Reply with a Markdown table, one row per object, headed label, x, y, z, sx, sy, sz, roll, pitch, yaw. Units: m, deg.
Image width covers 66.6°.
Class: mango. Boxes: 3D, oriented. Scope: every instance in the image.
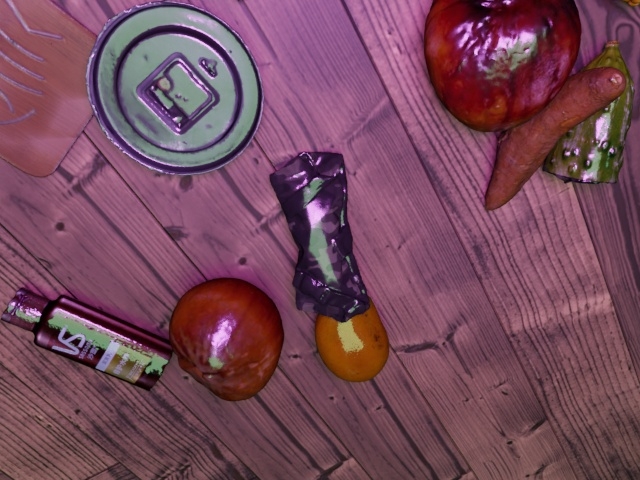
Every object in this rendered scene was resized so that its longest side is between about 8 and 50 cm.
| label | x | y | z | sx | sy | sz | roll | pitch | yaw |
| --- | --- | --- | --- | --- | --- | --- | --- | --- | --- |
| mango | 0.062 | 0.203 | 1.042 | 0.151 | 0.120 | 0.221 | -25 | 110 | -1 |

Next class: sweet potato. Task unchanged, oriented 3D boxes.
| label | x | y | z | sx | sy | sz | roll | pitch | yaw |
| --- | --- | --- | --- | --- | --- | --- | --- | --- | --- |
| sweet potato | 0.378 | -0.186 | 0.861 | 0.092 | 0.114 | 0.341 | 1 | 149 | -21 |

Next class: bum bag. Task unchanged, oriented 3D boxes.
| label | x | y | z | sx | sy | sz | roll | pitch | yaw |
| --- | --- | --- | --- | --- | --- | --- | --- | --- | --- |
| bum bag | 0.000 | 0.000 | 0.933 | 0.144 | 0.095 | 0.341 | -10 | 104 | 4 |

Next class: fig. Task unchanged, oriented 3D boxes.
| label | x | y | z | sx | sy | sz | roll | pitch | yaw |
| --- | --- | --- | --- | --- | --- | --- | --- | --- | --- |
| fig | 0.278 | -0.292 | 0.761 | 0.223 | 0.224 | 0.263 | -17 | 118 | 3 |

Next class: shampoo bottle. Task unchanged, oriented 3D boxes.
| label | x | y | z | sx | sy | sz | roll | pitch | yaw |
| --- | --- | --- | --- | --- | --- | --- | --- | --- | --- |
| shampoo bottle | -0.475 | 0.199 | 1.007 | 0.323 | 0.084 | 0.129 | 31 | 107 | -19 |

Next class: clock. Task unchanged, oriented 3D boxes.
| label | x | y | z | sx | sy | sz | roll | pitch | yaw |
| --- | --- | --- | --- | --- | --- | --- | --- | --- | --- |
| clock | -0.234 | -0.247 | 0.808 | 0.280 | 0.055 | 0.281 | -4 | 118 | -7 |

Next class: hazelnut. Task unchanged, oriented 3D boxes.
| label | x | y | z | sx | sy | sz | roll | pitch | yaw |
| --- | --- | --- | --- | --- | --- | --- | --- | --- | --- |
| hazelnut | -0.180 | 0.201 | 0.969 | 0.217 | 0.217 | 0.252 | -19 | 117 | 4 |

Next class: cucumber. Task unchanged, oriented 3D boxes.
| label | x | y | z | sx | sy | sz | roll | pitch | yaw |
| --- | --- | --- | --- | --- | --- | --- | --- | --- | --- |
| cucumber | 0.490 | -0.225 | 0.867 | 0.134 | 0.134 | 0.245 | 2 | 109 | -6 |

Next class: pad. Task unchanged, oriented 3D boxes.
| label | x | y | z | sx | sy | sz | roll | pitch | yaw |
| --- | --- | --- | --- | --- | --- | --- | --- | --- | --- |
| pad | -0.514 | -0.277 | 0.794 | 0.286 | 0.018 | 0.284 | 37 | 108 | -21 |

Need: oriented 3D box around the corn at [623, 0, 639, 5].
| label | x | y | z | sx | sy | sz | roll | pitch | yaw |
| --- | --- | --- | --- | --- | --- | --- | --- | --- | --- |
| corn | 0.412 | -0.507 | 0.709 | 0.120 | 0.120 | 0.363 | -39 | 119 | 14 |
